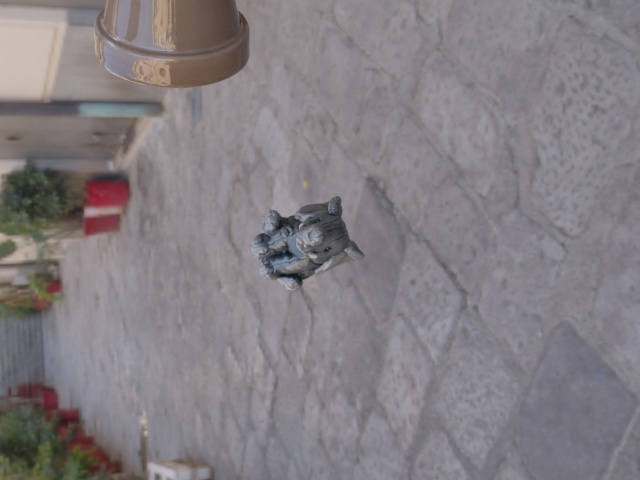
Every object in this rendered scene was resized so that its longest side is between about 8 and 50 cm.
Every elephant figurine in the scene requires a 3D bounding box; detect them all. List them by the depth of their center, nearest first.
[{"bbox_3d":[0.000,0.000,1.520,0.239,0.169,0.186,-22,36,47],"label":"elephant figurine"}]

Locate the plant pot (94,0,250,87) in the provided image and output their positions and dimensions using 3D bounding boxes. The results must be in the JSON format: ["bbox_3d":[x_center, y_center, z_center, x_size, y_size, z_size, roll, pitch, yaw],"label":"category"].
[{"bbox_3d":[-0.238,-0.409,1.351,0.263,0.263,0.229,-118,28,-45],"label":"plant pot"}]
